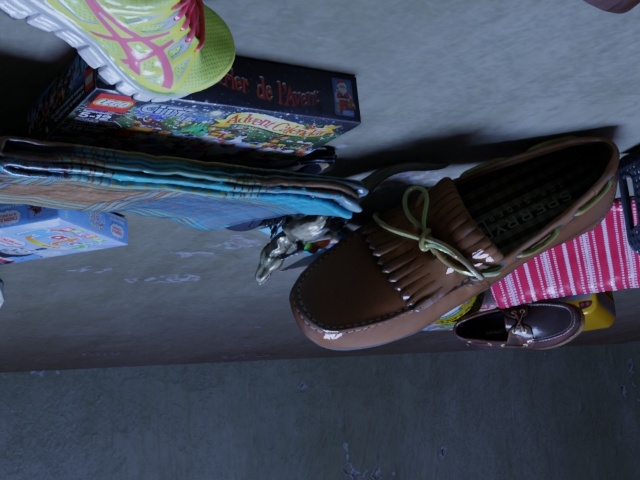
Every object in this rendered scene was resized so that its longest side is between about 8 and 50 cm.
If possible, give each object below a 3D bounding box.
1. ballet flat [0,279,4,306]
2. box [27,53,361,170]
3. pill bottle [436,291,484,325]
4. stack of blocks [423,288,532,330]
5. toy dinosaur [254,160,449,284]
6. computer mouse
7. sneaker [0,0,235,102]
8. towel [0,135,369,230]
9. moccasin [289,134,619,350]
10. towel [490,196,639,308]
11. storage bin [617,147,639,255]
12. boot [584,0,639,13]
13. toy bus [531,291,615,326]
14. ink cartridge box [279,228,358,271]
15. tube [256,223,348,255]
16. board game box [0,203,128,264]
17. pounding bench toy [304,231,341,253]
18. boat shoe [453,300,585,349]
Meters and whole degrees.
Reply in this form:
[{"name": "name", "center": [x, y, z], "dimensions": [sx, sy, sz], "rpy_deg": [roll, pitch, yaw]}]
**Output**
[{"name": "ballet flat", "center": [-0.672, 0.144, 1.534], "dimensions": [0.409, 0.147, 0.147], "rpy_deg": [-8, 167, 10]}, {"name": "box", "center": [-0.106, -0.104, 0.826], "dimensions": [0.233, 0.044, 0.159], "rpy_deg": [3, 166, -33]}, {"name": "pill bottle", "center": [0.189, 0.070, 1.577], "dimensions": [0.117, 0.117, 0.208], "rpy_deg": [-9, 167, 17]}, {"name": "stack of blocks", "center": [0.278, 0.104, 1.841], "dimensions": [0.171, 0.087, 0.297], "rpy_deg": [2, 166, -29]}, {"name": "toy dinosaur", "center": [0.006, -0.030, 1.098], "dimensions": [0.268, 0.064, 0.118], "rpy_deg": [-29, 172, 24]}, {"name": "computer mouse", "center": [-0.052, -0.050, 1.107], "dimensions": [0.071, 0.041, 0.242], "rpy_deg": [2, 165, -27]}, {"name": "sneaker", "center": [-0.100, -0.141, 0.575], "dimensions": [0.094, 0.081, 0.208], "rpy_deg": [-14, 165, 26]}, {"name": "towel", "center": [-0.179, -0.045, 0.915], "dimensions": [0.370, 0.040, 0.271], "rpy_deg": [4, 175, -42]}, {"name": "moccasin", "center": [0.145, -0.003, 1.029], "dimensions": [0.380, 0.139, 0.147], "rpy_deg": [-20, 156, -8]}, {"name": "towel", "center": [0.375, 0.020, 1.436], "dimensions": [0.275, 0.031, 0.199], "rpy_deg": [-9, 138, 13]}, {"name": "storage bin", "center": [0.440, -0.051, 1.115], "dimensions": [0.180, 0.122, 0.084], "rpy_deg": [-1, 167, -20]}, {"name": "boot", "center": [0.195, -0.180, 0.636], "dimensions": [0.106, 0.037, 0.114], "rpy_deg": [3, 170, -25]}, {"name": "toy bus", "center": [0.418, 0.075, 1.664], "dimensions": [0.108, 0.130, 0.333], "rpy_deg": [-10, 167, 21]}, {"name": "ink cartridge box", "center": [0.082, 0.014, 1.251], "dimensions": [0.181, 0.056, 0.225], "rpy_deg": [-13, -170, 34]}, {"name": "tube", "center": [0.000, 0.000, 1.361], "dimensions": [0.080, 0.052, 0.207], "rpy_deg": [-21, 156, 23]}, {"name": "board game box", "center": [-0.360, -0.010, 1.167], "dimensions": [0.211, 0.039, 0.160], "rpy_deg": [-10, 167, 16]}, {"name": "pounding bench toy", "center": [-0.010, -0.021, 1.196], "dimensions": [0.052, 0.065, 0.083], "rpy_deg": [-9, 167, 17]}, {"name": "boat shoe", "center": [0.305, 0.135, 1.542], "dimensions": [0.207, 0.073, 0.073], "rpy_deg": [-17, 156, 38]}]
